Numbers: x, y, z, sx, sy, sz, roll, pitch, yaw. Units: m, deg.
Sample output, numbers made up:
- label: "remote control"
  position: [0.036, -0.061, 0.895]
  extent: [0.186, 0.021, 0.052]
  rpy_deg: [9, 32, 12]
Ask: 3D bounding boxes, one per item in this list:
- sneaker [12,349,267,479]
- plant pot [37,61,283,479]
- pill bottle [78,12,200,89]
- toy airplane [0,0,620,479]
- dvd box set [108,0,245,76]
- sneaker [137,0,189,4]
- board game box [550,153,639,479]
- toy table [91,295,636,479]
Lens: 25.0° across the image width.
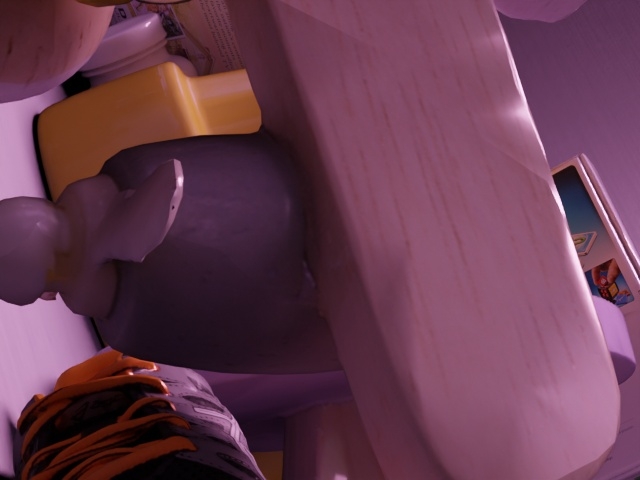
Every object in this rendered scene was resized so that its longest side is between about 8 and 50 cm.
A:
- label: "sneaker"
  position: [-0.052, 0.072, 0.390]
  extent: [0.083, 0.084, 0.215]
  rpy_deg: [65, -10, 0]
- label: "plant pot"
  position: [0.000, 0.000, 0.816]
  extent: [0.254, 0.239, 0.254]
  rpy_deg: [158, -90, -90]
- label: "pill bottle"
  position: [-0.114, -0.074, 1.020]
  extent: [0.087, 0.087, 0.160]
  rpy_deg: [-115, -177, -72]
- label: "toy airplane"
  position: [-0.032, -0.138, 0.457]
  extent: [0.384, 0.272, 0.386]
  rpy_deg: [47, 29, -8]
- label: "dvd box set"
  position: [-0.035, -0.081, 1.120]
  extent: [0.420, 0.062, 0.307]
  rpy_deg: [15, -46, 54]
- label: "sneaker"
  position: [-0.173, -0.271, 0.713]
  extent: [0.447, 0.169, 0.257]
  rpy_deg: [59, 12, -31]
- label: "board game box"
  position: [0.076, 0.101, 0.915]
  extent: [0.053, 0.305, 0.193]
  rpy_deg: [28, 37, -63]
- label: "toy table"
  position: [0.038, 0.121, 0.616]
  extent: [0.252, 0.274, 0.160]
  rpy_deg: [-37, -120, 55]
